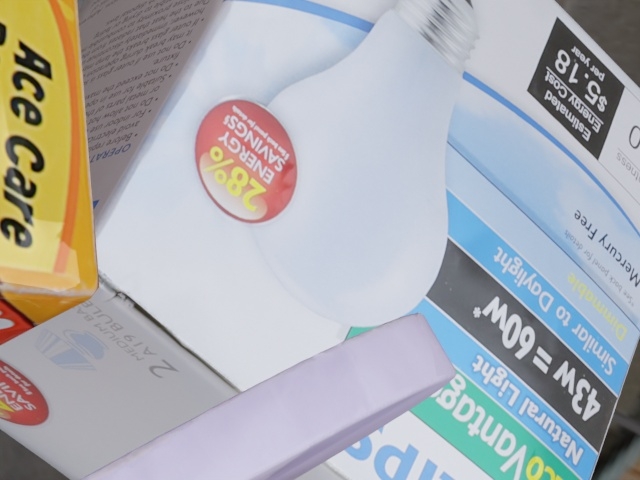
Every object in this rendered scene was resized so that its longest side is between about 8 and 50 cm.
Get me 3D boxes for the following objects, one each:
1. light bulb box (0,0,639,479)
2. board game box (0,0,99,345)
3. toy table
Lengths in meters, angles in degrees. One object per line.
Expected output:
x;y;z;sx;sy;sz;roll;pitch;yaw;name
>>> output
0.000;0.000;1.095;0.358;0.225;0.361;40;56;-24;light bulb box
-0.310;-0.120;0.462;0.356;0.356;0.356;7;69;-37;board game box
-0.047;0.162;0.648;0.274;0.252;0.161;-31;81;14;toy table
